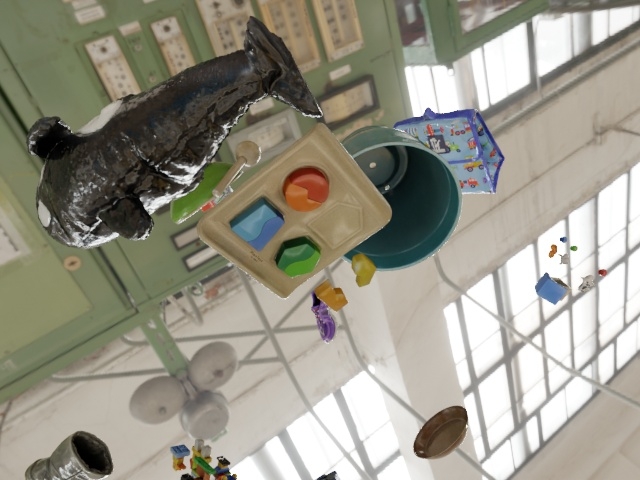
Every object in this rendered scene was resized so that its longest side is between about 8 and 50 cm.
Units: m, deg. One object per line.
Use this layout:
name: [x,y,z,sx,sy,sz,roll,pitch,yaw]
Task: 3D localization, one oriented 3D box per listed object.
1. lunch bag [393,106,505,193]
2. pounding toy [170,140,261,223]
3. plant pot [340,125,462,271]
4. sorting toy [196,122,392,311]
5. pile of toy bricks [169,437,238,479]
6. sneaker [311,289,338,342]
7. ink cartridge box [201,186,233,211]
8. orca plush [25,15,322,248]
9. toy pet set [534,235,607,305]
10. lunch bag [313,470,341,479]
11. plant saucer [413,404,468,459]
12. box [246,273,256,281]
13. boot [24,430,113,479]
lunch bag: [0.353,-0.264,1.316,0.220,0.293,0.138,2,-120,38]
pounding toy: [-0.251,-0.139,0.985,0.236,0.110,0.183,-23,-159,45]
plant pot: [0.126,-0.116,1.001,0.271,0.272,0.255,-16,-151,6]
sorting toy: [0.000,0.000,0.717,0.229,0.307,0.041,-39,-140,9]
pile of toy bricks: [-0.238,0.495,0.941,0.118,0.105,0.212,9,-177,-42]
sneaker: [0.000,0.227,1.430,0.068,0.071,0.170,-32,-123,27]
ink cartridge box: [-0.317,-0.131,1.396,0.115,0.063,0.029,-27,-163,12]
orca plush: [-0.130,-0.045,0.392,0.287,0.151,0.102,-20,-113,12]
toy pet set: [0.489,0.065,0.971,0.065,0.114,0.122,10,-149,-32]
lunch bag: [0.004,0.424,0.774,0.098,0.065,0.067,-33,175,0]
plant saucer: [0.356,0.564,1.375,0.198,0.036,0.198,-41,-177,2]
box: [-0.083,0.020,1.236,0.184,0.103,0.261,-65,-167,-20]
boot: [-0.461,0.465,0.921,0.208,0.190,0.076,-33,-162,22]
